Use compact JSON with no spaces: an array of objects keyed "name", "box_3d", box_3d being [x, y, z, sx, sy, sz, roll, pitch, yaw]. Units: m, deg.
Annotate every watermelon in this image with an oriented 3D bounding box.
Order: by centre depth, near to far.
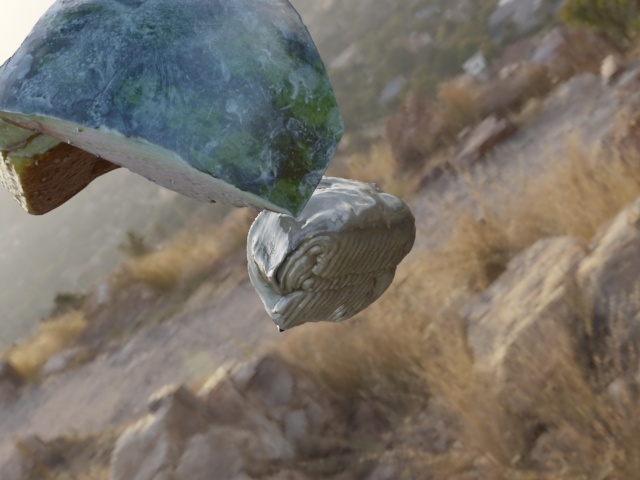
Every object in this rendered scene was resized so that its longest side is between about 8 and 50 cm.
[{"name":"watermelon","box_3d":[-0.129,-0.142,1.080,0.214,0.319,0.290,90,-171,-54]}]

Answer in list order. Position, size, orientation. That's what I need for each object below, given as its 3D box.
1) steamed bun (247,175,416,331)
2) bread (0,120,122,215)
[{"name":"steamed bun","box_3d":[-0.001,0.002,1.449,0.218,0.144,0.211,-9,-36,-42]},{"name":"bread","box_3d":[-0.276,-0.141,1.391,0.234,0.110,0.184,-39,-7,-17]}]
